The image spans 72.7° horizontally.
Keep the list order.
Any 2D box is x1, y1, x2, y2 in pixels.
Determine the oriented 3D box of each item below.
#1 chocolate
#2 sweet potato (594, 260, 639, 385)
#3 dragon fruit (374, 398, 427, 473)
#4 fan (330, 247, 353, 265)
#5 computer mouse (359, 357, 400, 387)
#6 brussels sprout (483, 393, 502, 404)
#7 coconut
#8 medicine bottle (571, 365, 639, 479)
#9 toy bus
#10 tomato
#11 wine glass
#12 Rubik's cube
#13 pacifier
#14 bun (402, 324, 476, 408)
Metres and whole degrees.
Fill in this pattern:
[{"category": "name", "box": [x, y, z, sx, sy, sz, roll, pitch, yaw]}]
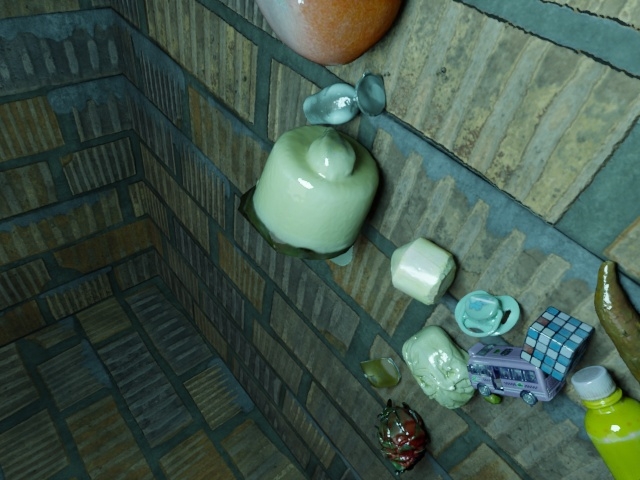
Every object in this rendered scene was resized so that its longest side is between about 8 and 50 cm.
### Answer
[{"category": "chocolate", "box": [-0.010, -0.156, 1.128, 0.326, 0.314, 0.297, 44, 134, 33]}, {"category": "sweet potato", "box": [0.563, 0.187, 0.779, 0.066, 0.072, 0.314, -30, 86, 43]}, {"category": "dragon fruit", "box": [0.268, 0.646, 1.437, 0.182, 0.182, 0.188, -15, 110, 57]}, {"category": "fan", "box": [-0.001, 0.000, 1.480, 0.329, 0.009, 0.190, -3, 111, 54]}, {"category": "computer mouse", "box": [0.198, 0.457, 1.504, 0.102, 0.045, 0.199, 62, 147, 5]}, {"category": "brussels sprout", "box": [0.437, 0.386, 1.116, 0.046, 0.051, 0.083, -151, 39, -80]}, {"category": "coconut", "box": [0.244, 0.071, 1.070, 0.153, 0.147, 0.147, 31, 137, 29]}, {"category": "medicine bottle", "box": [0.573, 0.350, 0.835, 0.212, 0.122, 0.122, 60, 147, 4]}, {"category": "toy bus", "box": [0.441, 0.302, 1.007, 0.199, 0.096, 0.108, -11, 100, 54]}, {"category": "tomato", "box": [-0.005, -0.528, 0.858, 0.341, 0.273, 0.341, 33, 138, 37]}, {"category": "wine glass", "box": [0.052, -0.342, 1.075, 0.222, 0.103, 0.103, 7, 118, 51]}, {"category": "Rubik's cube", "box": [0.481, 0.209, 0.887, 0.092, 0.092, 0.092, 31, 136, 39]}, {"category": "pacifier", "box": [0.386, 0.183, 1.001, 0.150, 0.127, 0.116, 2, 139, 46]}, {"category": "bun", "box": [0.316, 0.349, 1.176, 0.229, 0.145, 0.229, 30, 135, 35]}]
